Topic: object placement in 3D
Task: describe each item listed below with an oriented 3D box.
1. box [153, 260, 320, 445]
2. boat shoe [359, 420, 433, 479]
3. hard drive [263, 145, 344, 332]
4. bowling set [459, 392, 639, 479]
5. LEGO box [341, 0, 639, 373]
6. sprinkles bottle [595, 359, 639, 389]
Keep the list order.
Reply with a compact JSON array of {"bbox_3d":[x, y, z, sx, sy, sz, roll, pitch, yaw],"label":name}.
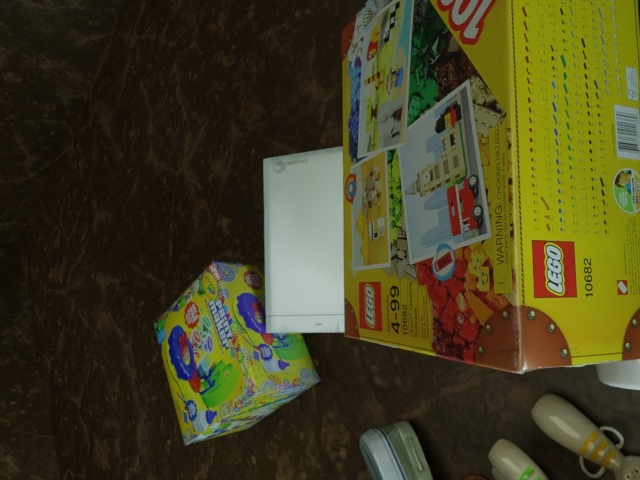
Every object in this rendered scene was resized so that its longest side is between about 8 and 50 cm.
[{"bbox_3d":[-0.194,0.241,1.070,0.279,0.177,0.290,-42,59,31],"label":"box"},{"bbox_3d":[0.164,0.434,0.764,0.109,0.094,0.302,104,144,-64],"label":"boat shoe"},{"bbox_3d":[0.000,0.000,0.948,0.233,0.047,0.353,-5,82,22],"label":"hard drive"},{"bbox_3d":[0.263,0.357,0.619,0.154,0.200,0.287,37,115,38],"label":"bowling set"},{"bbox_3d":[0.189,-0.112,0.644,0.372,0.193,0.500,166,105,-67],"label":"LEGO box"},{"bbox_3d":[0.380,-0.008,0.586,0.121,0.121,0.355,-10,79,42],"label":"sprinkles bottle"}]
